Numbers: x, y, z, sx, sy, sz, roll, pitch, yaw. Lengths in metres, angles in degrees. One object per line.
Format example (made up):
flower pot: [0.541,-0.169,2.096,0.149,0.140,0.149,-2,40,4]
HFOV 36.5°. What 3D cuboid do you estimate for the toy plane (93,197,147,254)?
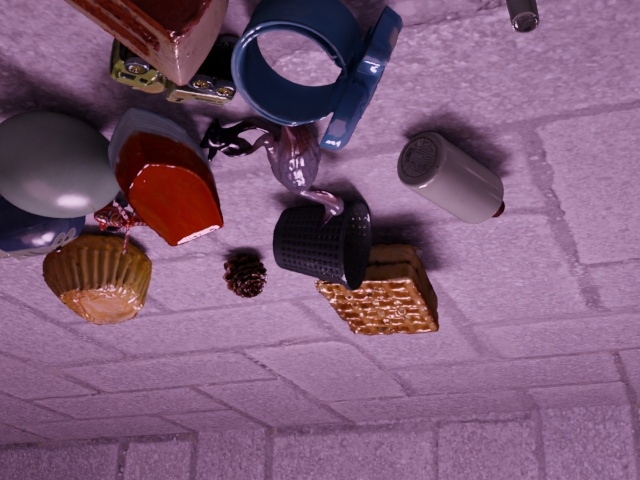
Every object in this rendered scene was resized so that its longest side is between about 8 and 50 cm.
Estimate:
toy plane: [-0.357,-0.049,1.872,0.077,0.126,0.194,23,-151,32]

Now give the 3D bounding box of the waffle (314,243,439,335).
waffle: [0.126,0.110,2.048,0.212,0.091,0.308,-4,153,17]

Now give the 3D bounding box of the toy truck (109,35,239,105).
toy truck: [-0.205,-0.246,1.375,0.191,0.085,0.116,10,160,-25]

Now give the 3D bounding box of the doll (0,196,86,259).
doll: [-0.561,-0.023,1.834,0.258,0.154,0.228,-6,-170,33]

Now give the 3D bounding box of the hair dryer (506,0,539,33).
hair dryer: [0.276,-0.323,1.211,0.037,0.063,0.124,12,142,-19]

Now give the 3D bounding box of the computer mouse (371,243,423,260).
computer mouse: [0.153,0.057,2.096,0.125,0.056,0.245,4,154,2]

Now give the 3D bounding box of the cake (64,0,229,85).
cake: [-0.244,-0.288,1.180,0.261,0.160,0.158,4,160,-2]

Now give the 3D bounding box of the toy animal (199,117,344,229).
toy animal: [-0.046,-0.128,1.633,0.324,0.091,0.195,32,149,-33]

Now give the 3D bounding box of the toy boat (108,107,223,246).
toy boat: [-0.259,-0.116,1.602,0.145,0.133,0.332,-22,157,0]

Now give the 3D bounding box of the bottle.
bottle: [0.241,-0.096,1.677,0.104,0.104,0.245,-18,150,38]

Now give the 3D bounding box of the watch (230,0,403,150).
watch: [-0.012,-0.244,1.287,0.193,0.211,0.211,22,154,-3]

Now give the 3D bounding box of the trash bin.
trash bin: [0.000,0.000,1.864,0.161,0.176,0.175,7,160,21]

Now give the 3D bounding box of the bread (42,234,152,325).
bread: [-0.477,0.079,2.069,0.239,0.139,0.240,-3,151,-2]

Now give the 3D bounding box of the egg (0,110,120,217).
egg: [-0.428,-0.121,1.568,0.230,0.168,0.168,16,153,-41]

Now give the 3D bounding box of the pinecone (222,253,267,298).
pinecone: [-0.160,0.077,2.111,0.102,0.102,0.109,14,-177,-27]
